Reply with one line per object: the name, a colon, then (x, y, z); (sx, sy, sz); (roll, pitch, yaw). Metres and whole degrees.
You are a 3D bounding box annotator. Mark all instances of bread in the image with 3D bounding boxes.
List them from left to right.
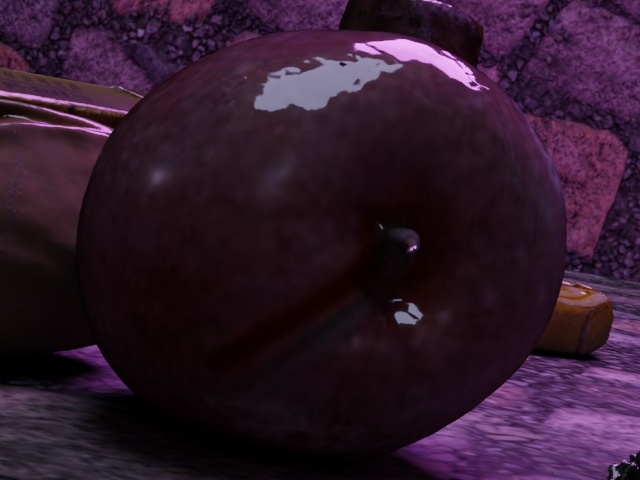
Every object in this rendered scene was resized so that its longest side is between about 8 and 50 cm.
bread: (0.192, 0.066, 1.346); (0.156, 0.064, 0.117); (10, 8, -10)

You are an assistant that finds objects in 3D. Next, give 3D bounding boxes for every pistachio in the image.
pistachio: (-0.179, -0.008, 0.820); (0.238, 0.153, 0.138); (10, 25, -48)

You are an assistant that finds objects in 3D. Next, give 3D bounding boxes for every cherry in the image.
cherry: (0.000, 0.000, 0.725); (0.236, 0.213, 0.285); (17, -8, -15)

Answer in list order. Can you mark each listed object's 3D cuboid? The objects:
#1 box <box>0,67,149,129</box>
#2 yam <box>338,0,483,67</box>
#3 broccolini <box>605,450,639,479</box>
box: (-0.219, -0.028, 0.921); (0.311, 0.173, 0.043); (5, 34, -48)
yam: (0.034, -0.046, 1.131); (0.131, 0.280, 0.131); (18, -1, 0)
broccolini: (0.128, 0.127, 0.537); (0.052, 0.054, 0.194); (-20, 11, 2)
